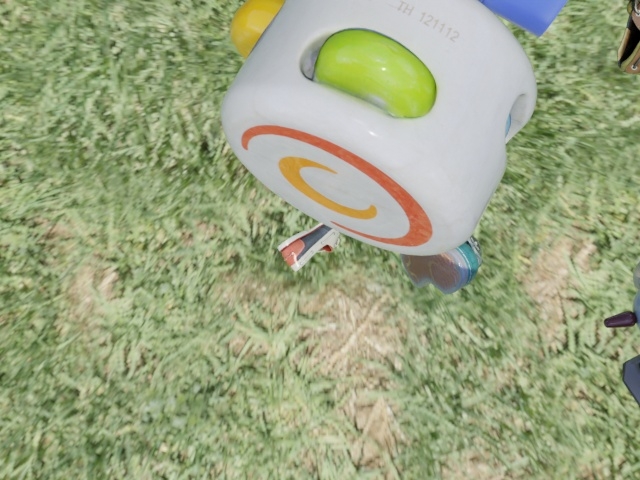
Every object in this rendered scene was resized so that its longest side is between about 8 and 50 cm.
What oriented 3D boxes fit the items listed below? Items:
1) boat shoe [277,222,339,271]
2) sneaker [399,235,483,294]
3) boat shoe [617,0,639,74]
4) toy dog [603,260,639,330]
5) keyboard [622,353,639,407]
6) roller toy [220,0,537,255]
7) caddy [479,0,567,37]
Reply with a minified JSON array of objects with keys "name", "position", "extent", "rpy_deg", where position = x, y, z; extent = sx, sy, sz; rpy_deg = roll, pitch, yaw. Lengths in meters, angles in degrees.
[{"name":"boat shoe","position":[0.000,0.000,1.415],"extent":[0.043,0.137,0.049],"rpy_deg":[55,139,8]},{"name":"sneaker","position":[0.229,0.020,1.768],"extent":[0.121,0.302,0.108],"rpy_deg":[-25,94,-9]},{"name":"boat shoe","position":[0.569,-0.390,1.725],"extent":[0.104,0.110,0.307],"rpy_deg":[-2,140,5]},{"name":"toy dog","position":[0.562,0.189,1.621],"extent":[0.161,0.220,0.333],"rpy_deg":[-25,86,6]},{"name":"keyboard","position":[0.416,0.209,0.889],"extent":[0.201,0.033,0.317],"rpy_deg":[-17,64,-33]},{"name":"roller toy","position":[0.041,-0.094,0.708],"extent":[0.191,0.209,0.146],"rpy_deg":[41,69,-34]},{"name":"caddy","position":[0.371,-0.508,1.690],"extent":[0.179,0.241,0.341],"rpy_deg":[32,143,0]}]
